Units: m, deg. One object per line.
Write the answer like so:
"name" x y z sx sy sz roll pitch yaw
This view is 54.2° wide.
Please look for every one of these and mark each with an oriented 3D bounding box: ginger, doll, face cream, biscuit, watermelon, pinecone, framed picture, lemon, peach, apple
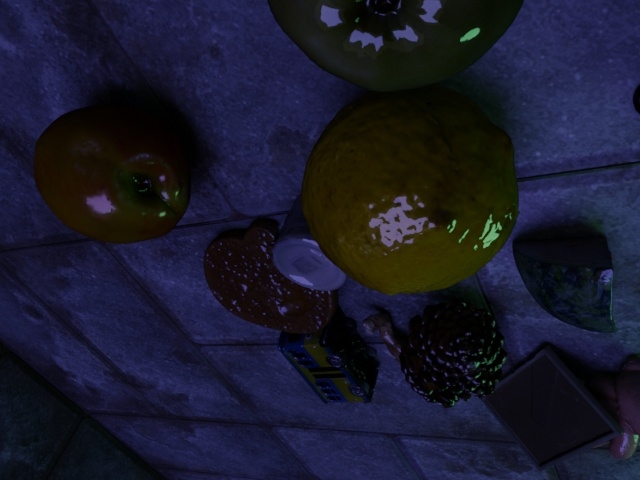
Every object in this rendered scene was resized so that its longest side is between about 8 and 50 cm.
"ginger" 0.205 0.274 1.617 0.089 0.075 0.288 11 150 50
"doll" 0.716 0.403 1.482 0.156 0.201 0.303 -5 155 -26
"face cream" 0.000 0.000 1.340 0.177 0.153 0.177 14 140 12
"biscuit" -0.127 0.084 1.538 0.367 0.063 0.314 11 124 24
"watermelon" 0.494 0.083 1.212 0.176 0.256 0.260 -27 124 -10
"pinecone" 0.289 0.267 1.459 0.246 0.246 0.292 26 155 -4
"framed picture" 0.556 0.428 1.560 0.247 0.022 0.335 51 147 18
"lemon" 0.137 -0.077 1.041 0.387 0.350 0.350 -28 120 33
"peach" -0.429 -0.136 1.294 0.332 0.308 0.308 9 142 40
"apple" 0.090 -0.355 0.770 0.357 0.357 0.357 13 140 11

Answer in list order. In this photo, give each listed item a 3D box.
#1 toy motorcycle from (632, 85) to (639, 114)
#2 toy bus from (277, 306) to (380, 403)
"toy motorcycle" 0.599 -0.171 0.901 0.275 0.127 0.205 6 137 30
"toy bus" 0.029 0.309 1.686 0.175 0.138 0.288 -10 131 31
